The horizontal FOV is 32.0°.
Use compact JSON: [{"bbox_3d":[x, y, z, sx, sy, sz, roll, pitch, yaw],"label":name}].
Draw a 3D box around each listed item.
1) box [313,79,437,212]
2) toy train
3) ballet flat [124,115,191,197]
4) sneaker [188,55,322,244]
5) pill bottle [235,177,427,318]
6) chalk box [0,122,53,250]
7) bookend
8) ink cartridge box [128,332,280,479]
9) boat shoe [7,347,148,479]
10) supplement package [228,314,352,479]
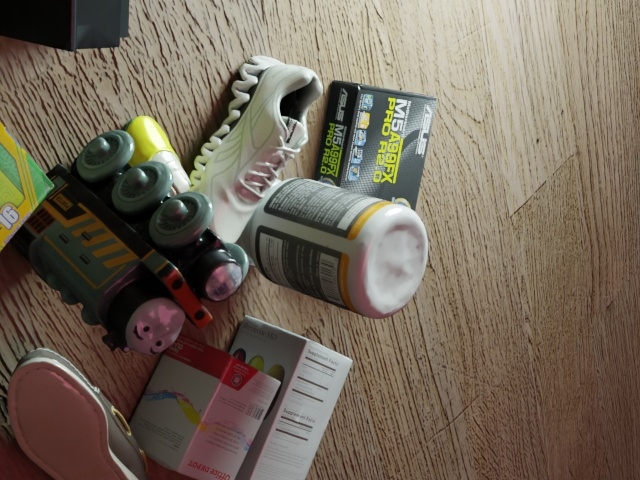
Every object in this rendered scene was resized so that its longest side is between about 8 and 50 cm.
[{"bbox_3d":[0.082,-0.115,1.811,0.216,0.060,0.270,1,103,-50],"label":"box"},{"bbox_3d":[-0.227,0.005,1.290,0.190,0.334,0.142,-43,137,-12],"label":"toy train"},{"bbox_3d":[-0.202,-0.053,1.480,0.077,0.077,0.231,-29,125,-39],"label":"ballet flat"},{"bbox_3d":[-0.089,-0.121,1.540,0.110,0.118,0.292,37,69,-52],"label":"sneaker"},{"bbox_3d":[0.000,0.000,1.582,0.162,0.278,0.162,-22,120,-43],"label":"pill bottle"},{"bbox_3d":[-0.412,-0.090,1.171,0.132,0.132,0.213,-55,139,-21],"label":"chalk box"},{"bbox_3d":[-0.266,-0.262,1.260,0.156,0.157,0.072,-13,114,-46],"label":"bookend"},{"bbox_3d":[-0.170,0.244,1.592,0.128,0.127,0.176,38,74,-50],"label":"ink cartridge box"},{"bbox_3d":[-0.310,0.252,1.456,0.116,0.097,0.324,-21,126,4],"label":"boat shoe"},{"bbox_3d":[-0.079,0.259,1.700,0.134,0.139,0.244,31,78,-52],"label":"supplement package"}]
